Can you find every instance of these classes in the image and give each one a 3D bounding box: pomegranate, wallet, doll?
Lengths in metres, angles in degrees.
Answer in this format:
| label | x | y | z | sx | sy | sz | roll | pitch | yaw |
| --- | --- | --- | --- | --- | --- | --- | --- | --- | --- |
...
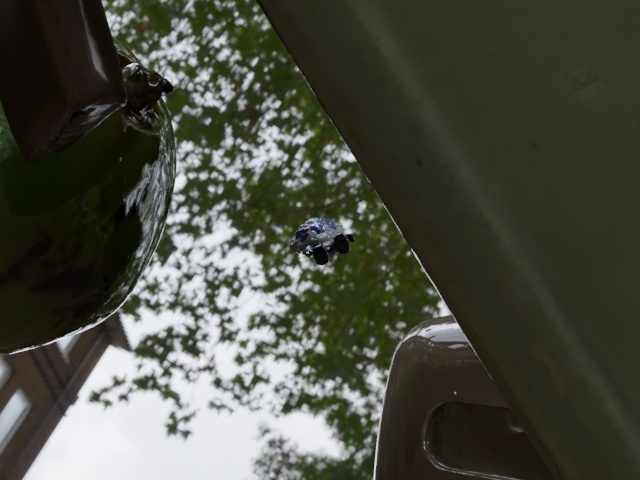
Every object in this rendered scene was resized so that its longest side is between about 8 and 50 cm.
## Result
| label | x | y | z | sx | sy | sz | roll | pitch | yaw |
| --- | --- | --- | --- | --- | --- | --- | --- | --- | --- |
| pomegranate | -0.250 | -0.026 | 0.651 | 0.340 | 0.260 | 0.260 | -41 | -68 | 14 |
| wallet | -0.131 | -0.115 | 0.408 | 0.118 | 0.039 | 0.153 | -20 | -92 | 60 |
| doll | 0.000 | 0.000 | 1.539 | 0.195 | 0.096 | 0.070 | -137 | -153 | -75 |

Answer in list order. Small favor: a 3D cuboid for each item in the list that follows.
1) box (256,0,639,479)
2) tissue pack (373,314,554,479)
| label | x | y | z | sx | sy | sz | roll | pitch | yaw |
| --- | --- | --- | --- | --- | --- | --- | --- | --- | --- |
| box | 0.131 | -0.081 | 0.458 | 0.177 | 0.344 | 0.352 | -31 | -89 | 20 |
| tissue pack | 0.236 | 0.192 | 0.815 | 0.387 | 0.267 | 0.277 | 4 | -10 | 29 |
